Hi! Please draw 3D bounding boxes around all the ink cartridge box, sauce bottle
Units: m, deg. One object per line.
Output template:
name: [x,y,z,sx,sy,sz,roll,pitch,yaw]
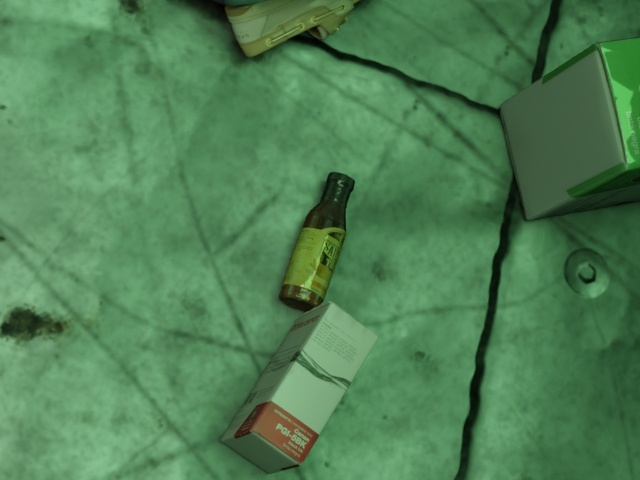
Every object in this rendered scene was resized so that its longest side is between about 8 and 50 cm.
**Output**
ink cartridge box: [0.346,-0.116,1.678,0.289,0.211,0.121,-9,81,-20]
ink cartridge box: [-0.018,0.128,1.562,0.056,0.099,0.135,36,70,-9]
sauce bottle: [0.000,0.000,1.627,0.042,0.042,0.128,22,74,-13]

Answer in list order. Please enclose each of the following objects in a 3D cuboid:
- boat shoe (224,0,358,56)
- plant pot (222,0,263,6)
boat shoe: [-0.007,-0.213,1.666,0.170,0.063,0.059,-21,109,-22]
plant pot: [-0.028,-0.320,1.577,0.293,0.293,0.196,-22,106,-22]
